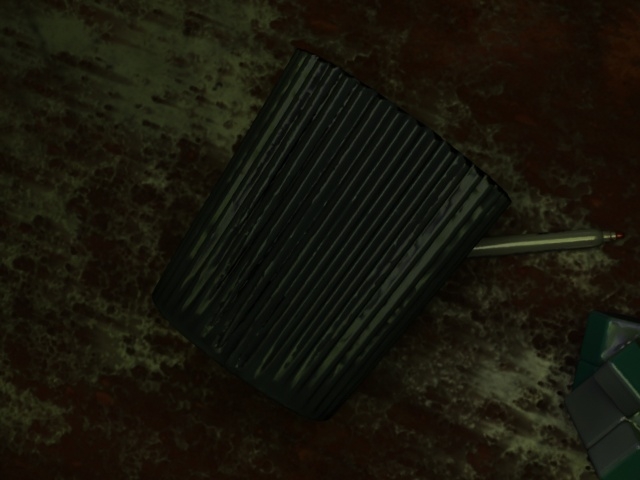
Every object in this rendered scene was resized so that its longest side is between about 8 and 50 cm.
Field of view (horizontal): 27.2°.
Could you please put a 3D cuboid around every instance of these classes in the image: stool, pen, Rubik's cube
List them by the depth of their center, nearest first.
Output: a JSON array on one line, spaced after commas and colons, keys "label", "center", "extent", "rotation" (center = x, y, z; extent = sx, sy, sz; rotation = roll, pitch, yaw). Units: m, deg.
[{"label": "Rubik's cube", "center": [0.388, 0.173, 1.431], "extent": [0.224, 0.213, 0.265], "rotation": [-36, 76, 20]}, {"label": "stool", "center": [0.000, 0.000, 1.495], "extent": [0.297, 0.297, 0.330], "rotation": [37, 92, 10]}, {"label": "pen", "center": [0.255, 0.003, 1.588], "extent": [0.218, 0.026, 0.026], "rotation": [-5, 82, 6]}]
